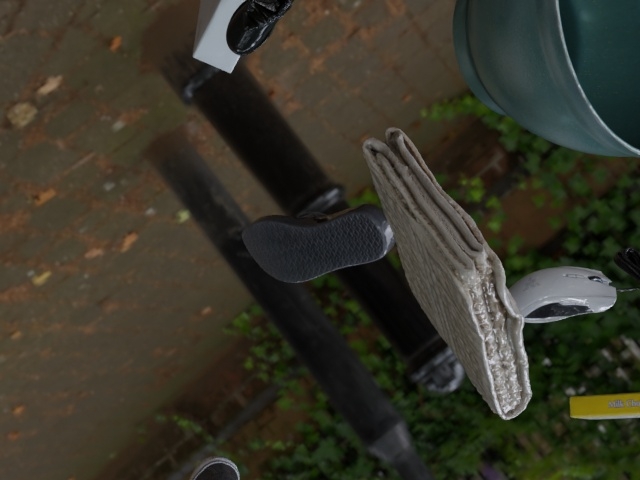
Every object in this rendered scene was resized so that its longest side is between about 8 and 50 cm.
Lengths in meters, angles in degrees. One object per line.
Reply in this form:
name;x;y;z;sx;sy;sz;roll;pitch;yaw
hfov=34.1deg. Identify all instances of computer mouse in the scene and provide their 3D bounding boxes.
computer mouse;0.311;0.055;1.230;0.193;0.106;0.042;-9;130;-8

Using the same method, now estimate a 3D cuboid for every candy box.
candy box;0.374;0.171;1.095;0.206;0.027;0.105;-7;165;23

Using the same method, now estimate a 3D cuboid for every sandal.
sandal;0.001;0.001;1.386;0.254;0.097;0.054;-5;-155;41

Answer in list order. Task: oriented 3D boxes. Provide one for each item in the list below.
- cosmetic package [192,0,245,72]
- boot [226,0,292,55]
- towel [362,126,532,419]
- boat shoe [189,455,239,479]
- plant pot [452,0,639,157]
cosmetic package;-0.155;-0.564;2.143;0.284;0.097;0.377;-53;-156;35
boot;-0.059;-0.228;1.051;0.121;0.045;0.099;-45;-169;20
towel;0.121;0.035;0.958;0.049;0.187;0.282;-29;145;-4
boat shoe;-0.152;0.377;1.272;0.228;0.080;0.076;-65;-165;7
plant pot;0.261;-0.222;1.065;0.293;0.293;0.196;-30;-163;-33
